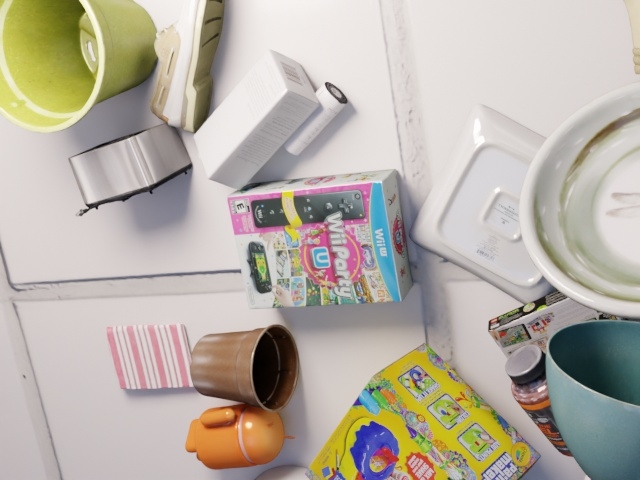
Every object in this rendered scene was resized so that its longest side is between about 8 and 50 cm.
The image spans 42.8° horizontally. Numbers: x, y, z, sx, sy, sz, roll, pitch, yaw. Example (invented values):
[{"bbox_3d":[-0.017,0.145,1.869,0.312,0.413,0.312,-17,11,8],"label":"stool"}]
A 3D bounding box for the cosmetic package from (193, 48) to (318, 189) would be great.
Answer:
[{"bbox_3d":[-0.118,-0.211,1.451,0.231,0.085,0.117,-44,49,28],"label":"cosmetic package"}]

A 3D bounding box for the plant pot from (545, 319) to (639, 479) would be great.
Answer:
[{"bbox_3d":[0.476,0.268,1.230,0.290,0.290,0.195,10,111,19],"label":"plant pot"}]

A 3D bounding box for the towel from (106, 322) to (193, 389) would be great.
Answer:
[{"bbox_3d":[-0.361,0.246,1.746,0.197,0.029,0.144,-5,104,20],"label":"towel"}]

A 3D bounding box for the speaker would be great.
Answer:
[{"bbox_3d":[-0.016,-0.214,1.450,0.055,0.055,0.136,47,117,3],"label":"speaker"}]

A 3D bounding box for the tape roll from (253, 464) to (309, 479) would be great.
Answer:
[{"bbox_3d":[-0.054,0.618,1.696,0.286,0.100,0.286,6,109,19],"label":"tape roll"}]

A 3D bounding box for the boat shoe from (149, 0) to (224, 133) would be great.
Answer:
[{"bbox_3d":[-0.246,-0.347,1.469,0.103,0.113,0.302,18,113,10],"label":"boat shoe"}]

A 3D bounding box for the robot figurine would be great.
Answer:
[{"bbox_3d":[-0.165,0.397,1.659,0.219,0.128,0.158,-13,98,25],"label":"robot figurine"}]

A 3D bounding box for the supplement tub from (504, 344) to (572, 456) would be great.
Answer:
[{"bbox_3d":[0.393,0.266,1.379,0.106,0.106,0.198,-31,111,27],"label":"supplement tub"}]

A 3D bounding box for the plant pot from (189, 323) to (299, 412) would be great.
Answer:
[{"bbox_3d":[-0.155,0.245,1.595,0.165,0.167,0.167,-2,105,30],"label":"plant pot"}]

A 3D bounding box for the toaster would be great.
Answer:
[{"bbox_3d":[-0.363,-0.138,1.541,0.168,0.186,0.110,-14,105,25],"label":"toaster"}]

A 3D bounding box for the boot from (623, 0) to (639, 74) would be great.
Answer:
[{"bbox_3d":[0.544,-0.342,1.137,0.262,0.095,0.204,-3,107,46],"label":"boot"}]

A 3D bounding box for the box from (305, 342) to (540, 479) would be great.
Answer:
[{"bbox_3d":[0.172,0.394,1.437,0.279,0.177,0.290,43,127,21],"label":"box"}]

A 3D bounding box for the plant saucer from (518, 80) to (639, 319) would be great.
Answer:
[{"bbox_3d":[0.497,-0.054,1.188,0.400,0.401,0.100,-18,142,25],"label":"plant saucer"}]

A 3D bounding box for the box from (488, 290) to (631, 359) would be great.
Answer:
[{"bbox_3d":[0.403,0.147,1.388,0.207,0.036,0.114,-28,111,26],"label":"box"}]

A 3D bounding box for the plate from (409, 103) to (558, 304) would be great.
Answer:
[{"bbox_3d":[0.318,-0.047,1.375,0.277,0.045,0.278,30,115,10],"label":"plate"}]

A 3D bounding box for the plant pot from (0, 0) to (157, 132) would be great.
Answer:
[{"bbox_3d":[-0.431,-0.347,1.464,0.276,0.254,0.276,6,107,20],"label":"plant pot"}]

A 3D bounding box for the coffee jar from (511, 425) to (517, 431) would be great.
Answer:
[{"bbox_3d":[0.315,0.431,1.502,0.096,0.079,0.184,4,107,27],"label":"coffee jar"}]

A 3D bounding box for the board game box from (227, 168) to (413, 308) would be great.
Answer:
[{"bbox_3d":[0.000,0.000,1.488,0.303,0.097,0.224,-5,104,22],"label":"board game box"}]

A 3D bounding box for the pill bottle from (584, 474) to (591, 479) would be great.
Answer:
[{"bbox_3d":[0.594,0.388,1.333,0.283,0.160,0.160,-40,89,27],"label":"pill bottle"}]
